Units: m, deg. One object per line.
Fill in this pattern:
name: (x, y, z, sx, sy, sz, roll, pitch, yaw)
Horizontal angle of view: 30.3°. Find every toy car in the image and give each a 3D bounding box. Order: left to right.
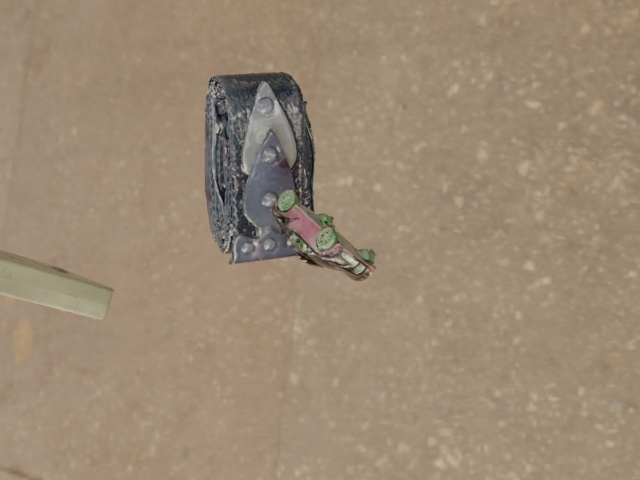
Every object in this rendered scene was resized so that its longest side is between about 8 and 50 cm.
toy car: (0.000, 0.000, 1.204, 0.055, 0.069, 0.142, -53, 43, 5)

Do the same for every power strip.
power strip: (-0.361, 0.027, 1.253, 0.106, 0.367, 0.043, 18, 87, 34)

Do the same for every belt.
belt: (-0.065, -0.092, 1.385, 0.122, 0.128, 0.218, -132, 37, -59)
